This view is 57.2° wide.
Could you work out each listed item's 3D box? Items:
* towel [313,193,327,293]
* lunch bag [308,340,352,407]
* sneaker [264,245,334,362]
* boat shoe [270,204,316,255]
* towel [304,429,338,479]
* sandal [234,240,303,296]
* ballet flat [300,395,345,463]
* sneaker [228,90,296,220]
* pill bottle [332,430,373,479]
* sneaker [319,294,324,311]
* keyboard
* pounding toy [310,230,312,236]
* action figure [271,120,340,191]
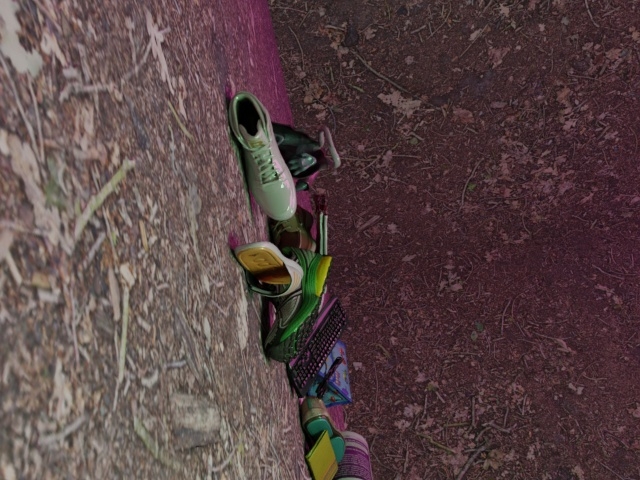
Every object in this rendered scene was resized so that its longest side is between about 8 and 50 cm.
[{"bbox_3d":[0.000,0.000,1.757,0.329,0.037,0.237,-94,-177,-77],"label":"towel"},{"bbox_3d":[-0.016,0.379,1.899,0.293,0.138,0.221,60,18,-45],"label":"lunch bag"},{"bbox_3d":[-0.074,0.143,1.361,0.343,0.146,0.134,-71,178,-54],"label":"sneaker"},{"bbox_3d":[-0.093,-0.018,1.654,0.116,0.123,0.324,46,16,-23],"label":"boat shoe"},{"bbox_3d":[0.006,0.642,1.696,0.102,0.021,0.237,-52,146,-34],"label":"towel"},{"bbox_3d":[-0.105,0.073,1.162,0.265,0.102,0.076,50,31,-68],"label":"sandal"},{"bbox_3d":[0.007,0.559,1.744,0.106,0.107,0.316,-116,-170,-45],"label":"ballet flat"},{"bbox_3d":[-0.137,-0.186,1.316,0.169,0.108,0.292,18,53,-85],"label":"sneaker"},{"bbox_3d":[0.086,0.781,1.896,0.301,0.169,0.169,-94,174,-64],"label":"pill bottle"},{"bbox_3d":[-0.039,0.141,2.078,0.123,0.106,0.290,70,9,-62],"label":"sneaker"},{"bbox_3d":[0.010,0.320,1.660,0.317,0.033,0.201,-52,131,-46],"label":"keyboard"},{"bbox_3d":[-0.072,0.045,1.872,0.206,0.094,0.181,54,27,-79],"label":"pounding toy"},{"bbox_3d":[-0.052,-0.285,1.814,0.370,0.276,0.248,-7,81,-74],"label":"action figure"}]
